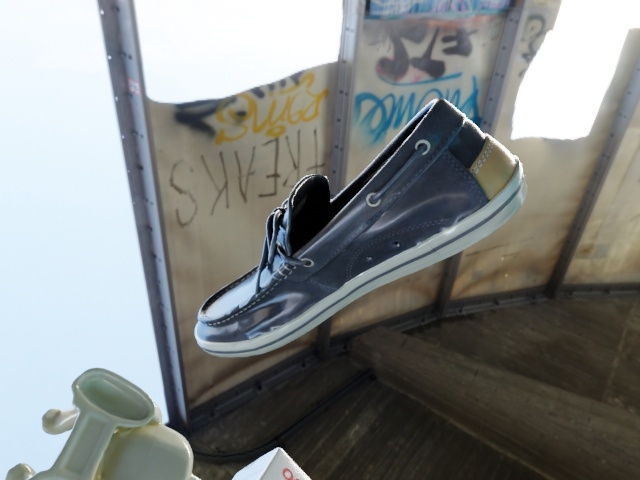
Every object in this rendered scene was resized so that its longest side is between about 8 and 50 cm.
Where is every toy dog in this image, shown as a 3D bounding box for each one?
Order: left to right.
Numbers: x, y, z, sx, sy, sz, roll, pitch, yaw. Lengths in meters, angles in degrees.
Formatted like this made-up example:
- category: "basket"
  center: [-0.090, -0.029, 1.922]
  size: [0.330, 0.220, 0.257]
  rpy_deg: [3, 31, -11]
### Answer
- category: "toy dog"
  center: [-0.443, 0.487, 1.099]
  size: [0.395, 0.408, 0.284]
  rpy_deg: [20, -127, -21]

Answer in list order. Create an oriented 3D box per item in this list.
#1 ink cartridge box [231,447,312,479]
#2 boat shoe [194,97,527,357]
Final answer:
- category: "ink cartridge box"
  center: [-0.072, 0.428, 0.616]
  size: [0.198, 0.115, 0.273]
  rpy_deg: [47, -150, 0]
- category: "boat shoe"
  center: [0.000, 0.000, 0.653]
  size: [0.500, 0.156, 0.187]
  rpy_deg: [-32, -162, 30]
